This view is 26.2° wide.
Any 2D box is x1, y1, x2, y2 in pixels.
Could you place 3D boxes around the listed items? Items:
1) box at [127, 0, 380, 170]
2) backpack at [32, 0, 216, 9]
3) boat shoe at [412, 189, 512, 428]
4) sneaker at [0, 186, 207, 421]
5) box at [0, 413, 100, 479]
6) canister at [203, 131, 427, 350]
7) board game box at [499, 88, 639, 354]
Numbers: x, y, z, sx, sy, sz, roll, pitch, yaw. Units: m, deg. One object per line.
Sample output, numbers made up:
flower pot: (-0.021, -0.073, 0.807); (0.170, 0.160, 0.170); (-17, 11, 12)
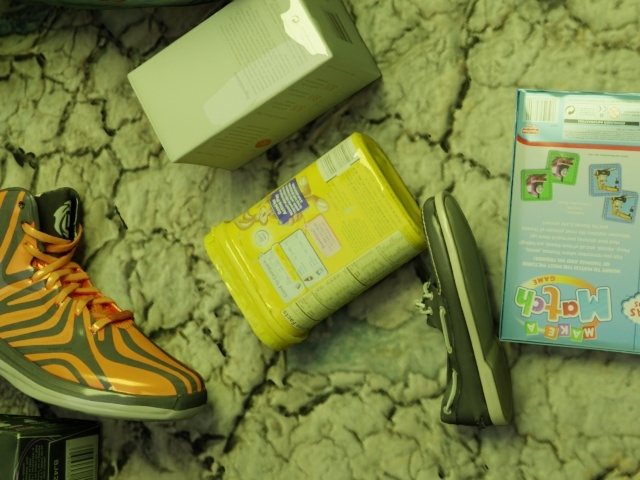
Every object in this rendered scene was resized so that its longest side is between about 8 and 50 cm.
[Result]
box: (-0.056, -0.144, 1.199); (0.170, 0.130, 0.091); (-31, 79, 18)
backpack: (-0.189, -0.306, 1.185); (0.355, 0.290, 0.273); (26, 113, 26)
boat shoe: (0.106, 0.062, 1.146); (0.065, 0.075, 0.206); (-11, 103, 21)
sneaker: (-0.235, 0.047, 1.269); (0.321, 0.124, 0.180); (18, 97, 21)
box: (-0.360, 0.247, 1.303); (0.270, 0.143, 0.165); (2, 88, 22)
canister: (0.000, 0.000, 1.206); (0.170, 0.073, 0.126); (-35, 78, 16)
board game box: (0.235, -0.015, 1.132); (0.160, 0.039, 0.212); (5, 90, 21)
